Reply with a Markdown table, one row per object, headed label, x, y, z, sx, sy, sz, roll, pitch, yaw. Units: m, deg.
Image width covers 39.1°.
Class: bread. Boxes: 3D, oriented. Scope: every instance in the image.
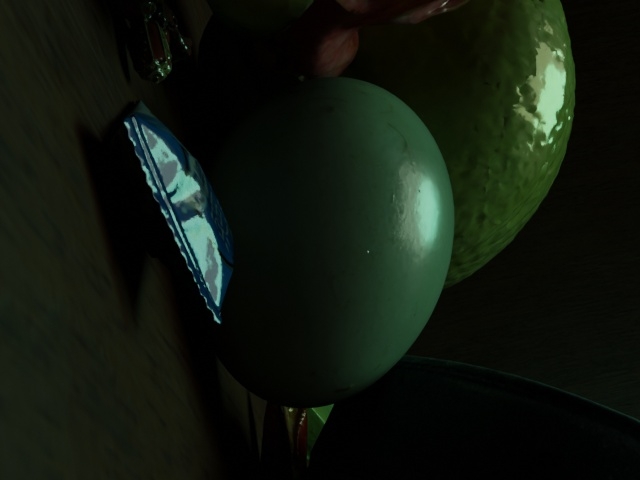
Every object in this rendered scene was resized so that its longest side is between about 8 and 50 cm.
| label | x | y | z | sx | sy | sz | roll | pitch | yaw |
| --- | --- | --- | --- | --- | --- | --- | --- | --- | --- |
| bread | 0.047 | -0.111 | 0.717 | 0.237 | 0.321 | 0.320 | 71 | 6 | -61 |

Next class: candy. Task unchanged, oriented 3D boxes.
| label | x | y | z | sx | sy | sz | roll | pitch | yaw |
| --- | --- | --- | --- | --- | --- | --- | --- | --- | --- |
| candy | -0.067 | -0.019 | 0.404 | 0.088 | 0.038 | 0.136 | 64 | -4 | -14 |

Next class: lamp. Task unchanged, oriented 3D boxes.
| label | x | y | z | sx | sy | sz | roll | pitch | yaw |
| --- | --- | --- | --- | --- | --- | --- | --- | --- | --- |
| lamp | -0.092 | -0.126 | 0.463 | 0.063 | 0.031 | 0.083 | -104 | 177 | -68 |

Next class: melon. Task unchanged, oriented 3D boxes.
| label | x | y | z | sx | sy | sz | roll | pitch | yaw |
| --- | --- | --- | --- | --- | --- | --- | --- | --- | --- |
| melon | -0.035 | 0.146 | 1.127 | 0.114 | 0.053 | 0.261 | 50 | 18 | -49 |

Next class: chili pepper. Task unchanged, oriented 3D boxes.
| label | x | y | z | sx | sy | sz | roll | pitch | yaw |
| --- | --- | --- | --- | --- | --- | --- | --- | --- | --- |
| chili pepper | -0.016 | 0.194 | 0.601 | 0.059 | 0.050 | 0.268 | 24 | 32 | -30 |

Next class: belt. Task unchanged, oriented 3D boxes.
| label | x | y | z | sx | sy | sz | roll | pitch | yaw |
| --- | --- | --- | --- | --- | --- | --- | --- | --- | --- |
| belt | 0.114 | 0.148 | 0.541 | 0.267 | 0.206 | 0.116 | -8 | -129 | 57 |

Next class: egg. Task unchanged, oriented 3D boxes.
| label | x | y | z | sx | sy | sz | roll | pitch | yaw |
| --- | --- | --- | --- | --- | --- | --- | --- | --- | --- |
| egg | 0.000 | 0.000 | 0.519 | 0.149 | 0.149 | 0.192 | 77 | 29 | -77 |

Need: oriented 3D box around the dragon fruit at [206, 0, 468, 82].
| label | x | y | z | sx | sy | sz | roll | pitch | yaw |
| --- | --- | --- | --- | --- | --- | --- | --- | --- | --- |
| dragon fruit | -0.014 | -0.223 | 0.499 | 0.305 | 0.226 | 0.305 | 38 | 18 | -15 |
